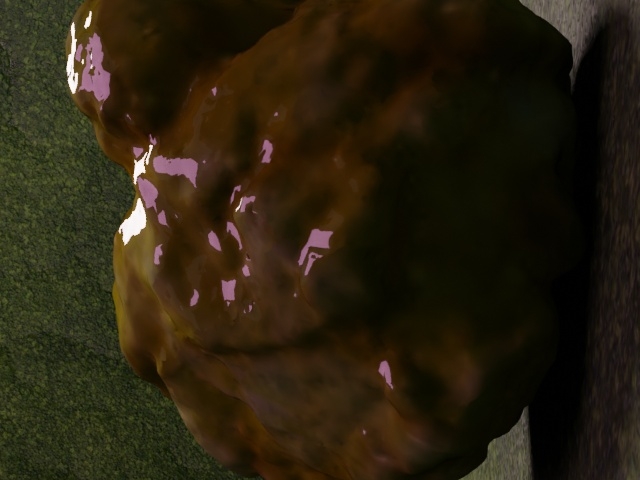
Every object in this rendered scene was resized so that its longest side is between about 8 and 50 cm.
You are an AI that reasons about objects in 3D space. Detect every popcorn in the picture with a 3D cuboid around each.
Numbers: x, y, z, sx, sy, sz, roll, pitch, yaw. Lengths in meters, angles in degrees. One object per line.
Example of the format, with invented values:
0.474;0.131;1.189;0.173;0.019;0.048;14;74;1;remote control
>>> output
0.001;0.004;0.916;0.293;0.292;0.334;-102;9;-71;popcorn
